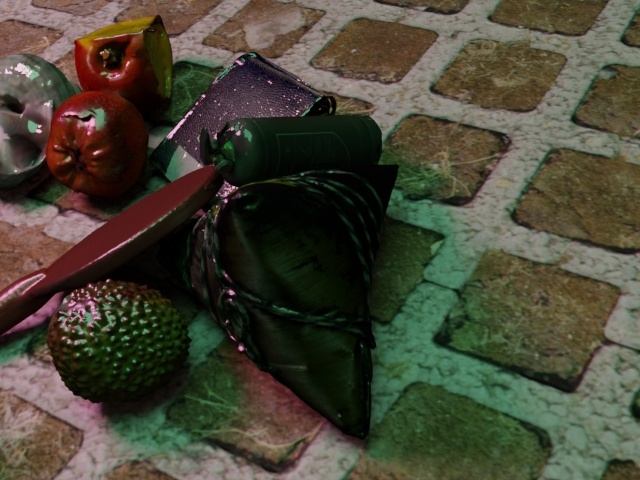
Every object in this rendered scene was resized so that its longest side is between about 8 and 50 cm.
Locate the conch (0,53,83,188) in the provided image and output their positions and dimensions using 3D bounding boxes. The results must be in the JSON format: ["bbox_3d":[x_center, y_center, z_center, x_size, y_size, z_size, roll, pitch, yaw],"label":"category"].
[{"bbox_3d":[-0.498,-0.206,1.485,0.220,0.195,0.277,33,33,22],"label":"conch"}]

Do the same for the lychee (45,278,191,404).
[{"bbox_3d":[-0.245,0.126,1.088,0.171,0.171,0.171,-6,43,5],"label":"lychee"}]

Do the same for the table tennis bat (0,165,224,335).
[{"bbox_3d":[-0.311,0.016,1.217,0.414,0.051,0.268,-34,16,-7],"label":"table tennis bat"}]

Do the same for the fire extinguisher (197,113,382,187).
[{"bbox_3d":[-0.048,-0.129,1.226,0.311,0.114,0.095,-10,65,-39],"label":"fire extinguisher"}]

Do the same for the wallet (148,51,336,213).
[{"bbox_3d":[-0.126,-0.167,1.401,0.262,0.071,0.221,-45,50,-8],"label":"wallet"}]

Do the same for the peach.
[{"bbox_3d":[-0.344,-0.306,1.554,0.153,0.159,0.267,-6,23,-2],"label":"peach"}]

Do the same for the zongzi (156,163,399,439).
[{"bbox_3d":[0.000,0.000,1.128,0.362,0.319,0.383,-28,24,-14],"label":"zongzi"}]

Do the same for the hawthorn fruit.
[{"bbox_3d":[-0.342,-0.152,1.400,0.173,0.179,0.174,-2,84,15],"label":"hawthorn fruit"}]
